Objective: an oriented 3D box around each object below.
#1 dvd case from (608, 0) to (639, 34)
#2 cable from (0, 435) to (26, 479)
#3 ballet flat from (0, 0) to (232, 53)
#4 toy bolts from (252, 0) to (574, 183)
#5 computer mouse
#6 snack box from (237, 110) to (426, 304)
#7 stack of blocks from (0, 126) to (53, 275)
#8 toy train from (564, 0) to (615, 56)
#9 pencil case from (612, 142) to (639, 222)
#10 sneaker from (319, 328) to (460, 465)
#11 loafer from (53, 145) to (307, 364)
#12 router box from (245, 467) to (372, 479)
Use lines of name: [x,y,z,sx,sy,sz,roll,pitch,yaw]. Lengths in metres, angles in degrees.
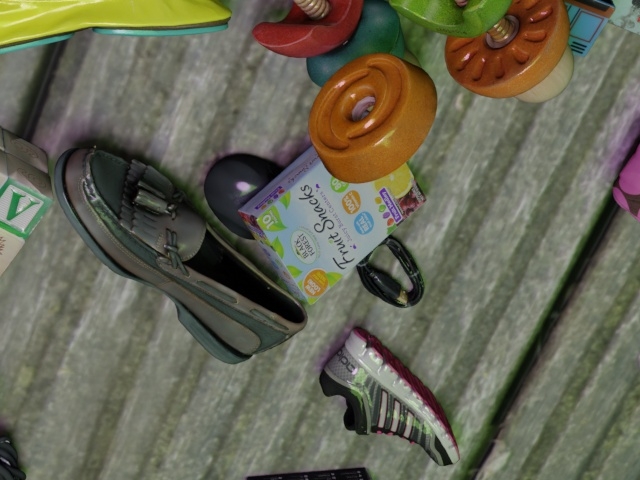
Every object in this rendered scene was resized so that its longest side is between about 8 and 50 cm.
dvd case: [0.289,-0.211,1.444,0.119,0.013,0.087,18,114,-22]
cable: [-0.352,0.223,1.526,0.184,0.047,0.150,-41,121,14]
ballet flat: [-0.184,-0.187,1.313,0.231,0.077,0.077,-7,105,-7]
toy bolts: [0.066,-0.121,1.318,0.158,0.228,0.218,40,74,-43]
computer mouse: [0.000,0.000,1.483,0.242,0.041,0.071,29,109,-27]
snack box: [0.012,-0.029,1.439,0.141,0.037,0.100,-41,121,-16]
stack of blocks: [-0.356,-0.085,1.318,0.297,0.087,0.171,30,110,-27]
toy train: [0.159,-0.221,1.371,0.184,0.080,0.105,16,121,-22]
pencil case: [0.339,-0.103,1.474,0.095,0.098,0.209,36,109,11]
sneaker: [0.061,0.157,1.578,0.075,0.063,0.170,-39,116,10]
loafer: [-0.109,0.004,1.418,0.084,0.096,0.267,-17,136,29]
router box: [-0.013,0.269,1.639,0.122,0.038,0.092,-3,121,-12]
